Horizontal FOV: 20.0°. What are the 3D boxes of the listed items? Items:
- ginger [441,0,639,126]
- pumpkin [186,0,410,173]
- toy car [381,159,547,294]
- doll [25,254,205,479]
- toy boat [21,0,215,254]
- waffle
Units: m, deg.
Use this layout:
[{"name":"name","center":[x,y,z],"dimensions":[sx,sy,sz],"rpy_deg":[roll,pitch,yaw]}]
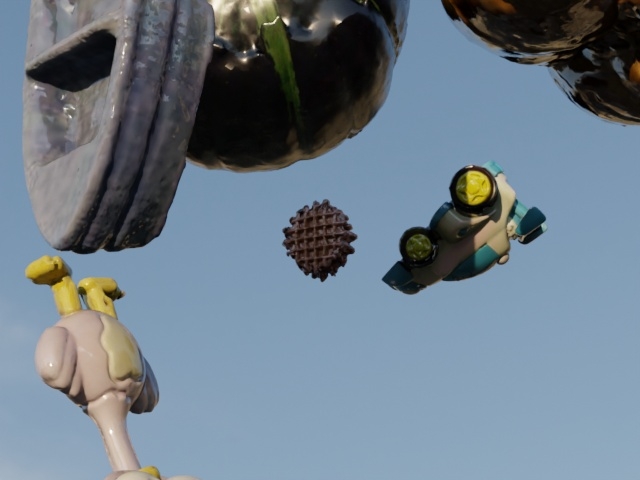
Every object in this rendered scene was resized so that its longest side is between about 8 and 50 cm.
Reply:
[{"name":"ginger","center":[0.224,-0.184,1.382],"dimensions":[0.357,0.152,0.274],"rpy_deg":[27,-2,-43]},{"name":"pumpkin","center":[-0.067,-0.184,1.558],"dimensions":[0.295,0.296,0.296],"rpy_deg":[-5,-26,-3]},{"name":"toy car","center":[0.142,0.004,1.772],"dimensions":[0.161,0.098,0.126],"rpy_deg":[-50,-11,-1]},{"name":"doll","center":[-0.178,0.180,1.647],"dimensions":[0.094,0.365,0.160],"rpy_deg":[-40,-34,16]},{"name":"toy boat","center":[-0.134,-0.122,1.153],"dimensions":[0.078,0.283,0.127],"rpy_deg":[18,-25,-39]},{"name":"waffle","center":[0.000,0.000,1.869],"dimensions":[0.075,0.083,0.029],"rpy_deg":[-49,-33,13]}]
